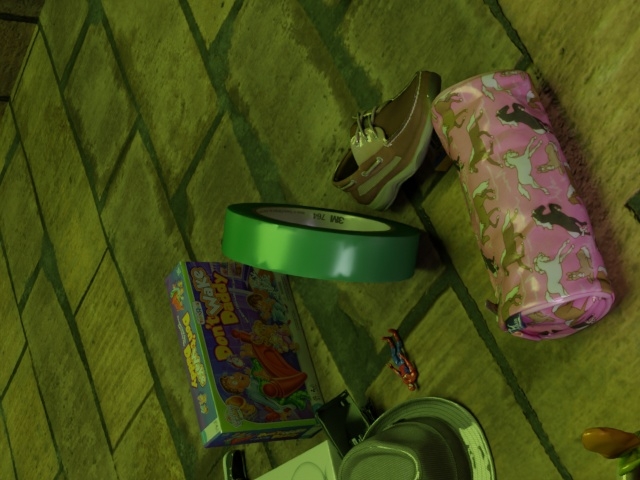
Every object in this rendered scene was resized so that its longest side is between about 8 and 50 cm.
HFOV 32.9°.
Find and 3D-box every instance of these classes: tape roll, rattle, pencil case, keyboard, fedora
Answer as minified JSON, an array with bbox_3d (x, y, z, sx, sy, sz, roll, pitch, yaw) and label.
[{"bbox_3d":[0.000,0.000,1.782,0.321,0.321,0.077,20,105,54],"label":"tape roll"},{"bbox_3d":[0.404,0.337,1.352,0.130,0.143,0.199,-2,80,37],"label":"rattle"},{"bbox_3d":[0.278,-0.054,1.533,0.160,0.167,0.386,82,174,-68],"label":"pencil case"},{"bbox_3d":[0.079,0.351,1.874,0.100,0.038,0.192,-34,74,3],"label":"keyboard"},{"bbox_3d":[0.128,0.375,1.713,0.275,0.124,0.243,-27,67,41],"label":"fedora"}]

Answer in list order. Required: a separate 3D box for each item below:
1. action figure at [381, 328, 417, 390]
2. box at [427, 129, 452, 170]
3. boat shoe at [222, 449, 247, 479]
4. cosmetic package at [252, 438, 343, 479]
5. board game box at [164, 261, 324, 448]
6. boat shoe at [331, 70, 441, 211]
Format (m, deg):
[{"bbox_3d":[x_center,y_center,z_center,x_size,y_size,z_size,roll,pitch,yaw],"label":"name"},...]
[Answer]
[{"bbox_3d":[0.135,0.206,1.837,0.038,0.030,0.115,-51,51,35],"label":"action figure"},{"bbox_3d":[0.213,-0.185,1.741,0.136,0.028,0.081,-55,46,42],"label":"box"},{"bbox_3d":[-0.173,0.504,2.251,0.040,0.049,0.142,-42,53,46],"label":"boat shoe"},{"bbox_3d":[0.015,0.572,1.937,0.284,0.097,0.377,-42,56,50],"label":"cosmetic package"},{"bbox_3d":[-0.142,0.209,2.057,0.078,0.233,0.347,-45,53,45],"label":"board game box"},{"bbox_3d":[0.101,-0.158,1.751,0.324,0.116,0.123,118,165,-52],"label":"boat shoe"}]
